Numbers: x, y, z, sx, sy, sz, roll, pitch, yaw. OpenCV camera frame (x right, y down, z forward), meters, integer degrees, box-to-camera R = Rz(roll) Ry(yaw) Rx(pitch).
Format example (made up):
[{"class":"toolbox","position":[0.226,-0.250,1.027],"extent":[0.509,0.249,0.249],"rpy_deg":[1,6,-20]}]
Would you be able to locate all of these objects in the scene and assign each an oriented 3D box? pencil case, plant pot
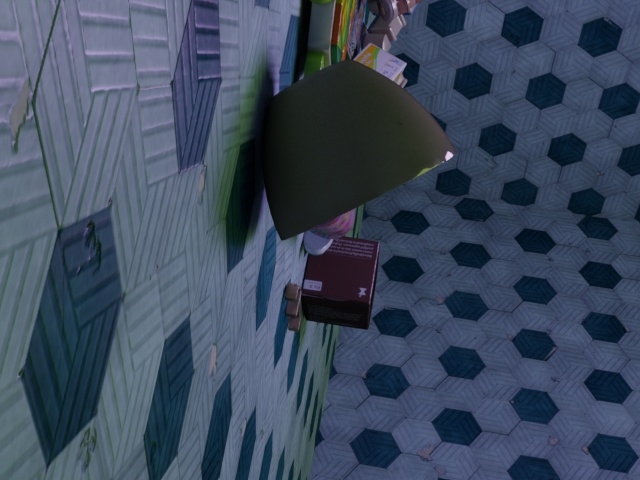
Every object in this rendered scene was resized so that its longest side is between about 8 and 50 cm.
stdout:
[{"class":"pencil case","position":[0.005,-0.067,1.810],"extent":[0.284,0.124,0.124],"rpy_deg":[46,53,-84]},{"class":"plant pot","position":[0.027,-0.147,1.333],"extent":[0.191,0.284,0.284],"rpy_deg":[63,9,-4]}]

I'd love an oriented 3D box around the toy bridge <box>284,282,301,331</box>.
[{"class":"toy bridge","position":[-0.056,0.131,1.948],"extent":[0.188,0.026,0.063],"rpy_deg":[89,10,-63]}]

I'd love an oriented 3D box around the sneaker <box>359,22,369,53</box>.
[{"class":"sneaker","position":[0.086,-0.471,2.309],"extent":[0.076,0.065,0.167],"rpy_deg":[-23,118,-75]}]

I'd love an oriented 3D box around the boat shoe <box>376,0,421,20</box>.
[{"class":"boat shoe","position":[0.160,-0.630,2.106],"extent":[0.123,0.116,0.324],"rpy_deg":[66,9,-56]}]

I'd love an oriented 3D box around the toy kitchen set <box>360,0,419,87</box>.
[{"class":"toy kitchen set","position":[0.170,-0.500,2.323],"extent":[0.207,0.122,0.166],"rpy_deg":[-58,139,-26]}]

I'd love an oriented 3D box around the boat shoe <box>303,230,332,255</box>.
[{"class":"boat shoe","position":[0.000,0.000,2.111],"extent":[0.183,0.065,0.083],"rpy_deg":[-75,171,-56]}]

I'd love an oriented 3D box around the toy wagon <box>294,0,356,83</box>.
[{"class":"toy wagon","position":[0.014,-0.385,1.620],"extent":[0.267,0.068,0.344],"rpy_deg":[84,16,-69]}]

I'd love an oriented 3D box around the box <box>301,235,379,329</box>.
[{"class":"box","position":[0.052,0.103,2.281],"extent":[0.203,0.168,0.167],"rpy_deg":[87,13,-67]}]

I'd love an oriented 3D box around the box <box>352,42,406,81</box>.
[{"class":"box","position":[0.105,-0.353,2.115],"extent":[0.114,0.103,0.203],"rpy_deg":[-63,174,37]}]

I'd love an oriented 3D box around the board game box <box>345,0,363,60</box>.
[{"class":"board game box","position":[0.065,-0.511,2.095],"extent":[0.317,0.046,0.214],"rpy_deg":[-4,103,-85]}]
